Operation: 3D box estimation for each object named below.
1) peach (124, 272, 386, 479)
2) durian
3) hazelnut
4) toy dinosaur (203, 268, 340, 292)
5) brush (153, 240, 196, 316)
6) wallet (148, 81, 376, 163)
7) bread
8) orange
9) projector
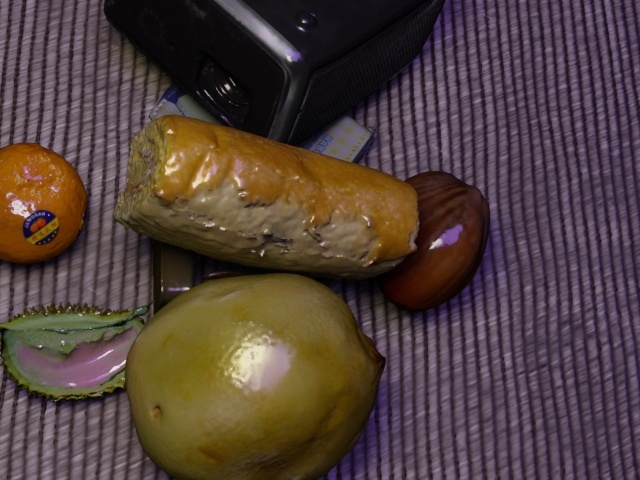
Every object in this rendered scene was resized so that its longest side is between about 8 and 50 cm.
[{"bbox_3d":[-0.090,0.184,1.534,0.315,0.314,0.281,-31,47,17],"label":"peach"},{"bbox_3d":[-0.342,0.151,1.616,0.220,0.095,0.137,-5,105,-14],"label":"durian"},{"bbox_3d":[0.165,0.007,1.708,0.210,0.186,0.210,-11,34,7],"label":"hazelnut"},{"bbox_3d":[-0.071,0.068,1.727,0.187,0.044,0.106,-21,88,-16],"label":"toy dinosaur"},{"bbox_3d":[-0.211,0.013,1.675,0.059,0.123,0.197,5,68,-12],"label":"brush"},{"bbox_3d":[-0.092,-0.179,1.801,0.309,0.077,0.223,33,63,6],"label":"wallet"},{"bbox_3d":[-0.070,-0.046,1.550,0.375,0.236,0.165,15,79,-25],"label":"bread"},{"bbox_3d":[-0.424,-0.051,1.647,0.177,0.155,0.178,5,72,-15],"label":"orange"},{"bbox_3d":[-0.057,-0.392,1.760,0.395,0.242,0.405,41,54,14],"label":"projector"}]
